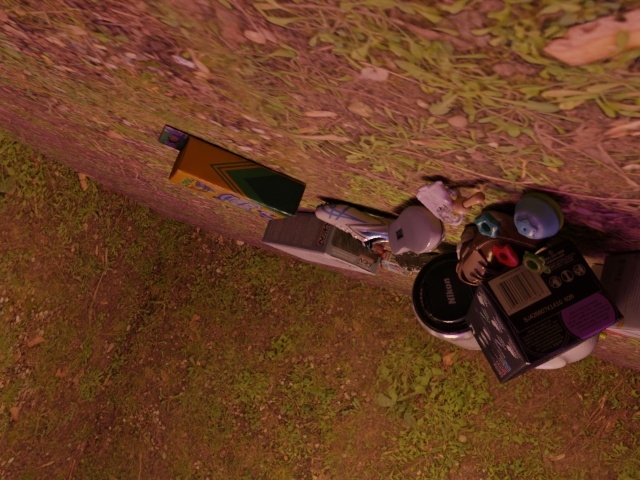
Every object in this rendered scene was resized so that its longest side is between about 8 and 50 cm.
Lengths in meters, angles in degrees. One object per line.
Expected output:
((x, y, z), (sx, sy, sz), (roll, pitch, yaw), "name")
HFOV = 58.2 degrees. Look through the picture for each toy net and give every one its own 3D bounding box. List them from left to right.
((0.250, -0.034, 0.874), (0.232, 0.045, 0.122), (27, 146, 43), "toy net")

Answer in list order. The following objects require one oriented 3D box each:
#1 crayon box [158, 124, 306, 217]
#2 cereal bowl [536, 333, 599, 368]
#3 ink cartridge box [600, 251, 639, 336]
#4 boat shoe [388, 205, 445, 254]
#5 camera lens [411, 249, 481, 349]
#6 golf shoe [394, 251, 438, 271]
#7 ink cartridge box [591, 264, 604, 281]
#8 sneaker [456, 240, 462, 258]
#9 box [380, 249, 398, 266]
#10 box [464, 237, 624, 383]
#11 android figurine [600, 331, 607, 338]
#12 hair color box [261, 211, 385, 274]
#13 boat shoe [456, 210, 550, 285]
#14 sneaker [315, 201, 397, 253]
((-0.218, -0.141, 1.303), (0.322, 0.083, 0.203), (22, 173, -18), "crayon box")
((0.638, 0.289, 1.691), (0.338, 0.141, 0.339), (9, 156, 4), "cereal bowl")
((0.512, 0.088, 0.896), (0.072, 0.128, 0.175), (17, 174, -4), "ink cartridge box")
((0.203, -0.022, 1.135), (0.084, 0.095, 0.258), (-8, 180, -9), "boat shoe")
((0.370, 0.157, 1.449), (0.219, 0.220, 0.274), (14, 172, 35), "camera lens")
((0.293, 0.065, 1.608), (0.176, 0.069, 0.086), (15, 178, 38), "golf shoe")
((0.566, 0.109, 1.000), (0.062, 0.109, 0.209), (22, 172, -26), "ink cartridge box")
((0.412, 0.113, 1.218), (0.292, 0.169, 0.108), (19, 175, 11), "sneaker")
((0.256, 0.078, 1.917), (0.114, 0.036, 0.207), (18, 173, 11), "box")
((0.357, 0.130, 0.969), (0.270, 0.165, 0.144), (68, 177, -68), "box")
((0.783, 0.266, 1.867), (0.272, 0.056, 0.248), (19, 173, 3), "android figurine")
((0.000, 0.000, 1.693), (0.185, 0.114, 0.374), (23, 173, -32), "hair color box")
((0.315, 0.029, 1.022), (0.123, 0.117, 0.324), (18, 173, 8), "boat shoe")
((0.087, -0.031, 1.324), (0.237, 0.086, 0.085), (17, 175, 25), "sneaker")
